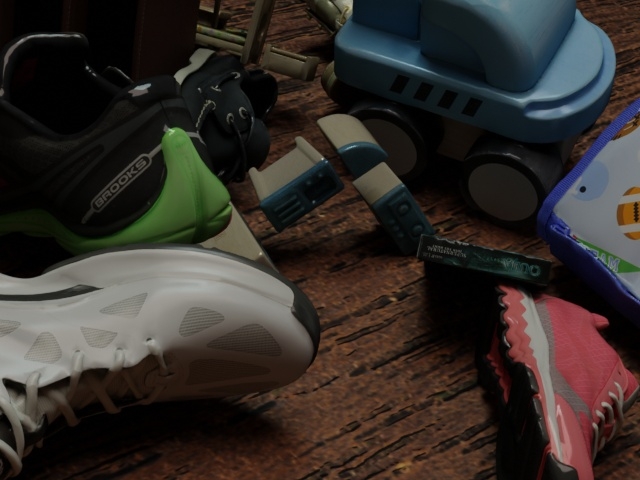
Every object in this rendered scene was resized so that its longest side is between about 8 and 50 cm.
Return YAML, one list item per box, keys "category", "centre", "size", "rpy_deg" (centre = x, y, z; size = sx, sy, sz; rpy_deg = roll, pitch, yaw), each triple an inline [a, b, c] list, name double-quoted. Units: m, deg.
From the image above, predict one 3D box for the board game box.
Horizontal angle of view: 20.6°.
- category: "board game box"
  centre: [0.160, 0.021, 1.725]
  size: [0.126, 0.026, 0.186]
  rpy_deg: [11, -1, 6]

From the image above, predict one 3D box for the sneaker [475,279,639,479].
- category: "sneaker"
  centre: [0.227, 0.141, 1.571]
  size: [0.136, 0.116, 0.314]
  rpy_deg: [7, 33, -7]

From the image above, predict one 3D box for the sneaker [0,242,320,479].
- category: "sneaker"
  centre: [-0.221, 0.143, 1.446]
  size: [0.448, 0.169, 0.257]
  rpy_deg: [1, 44, -3]

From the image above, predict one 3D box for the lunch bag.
- category: "lunch bag"
  centre: [0.457, -0.022, 1.760]
  size: [0.385, 0.239, 0.328]
  rpy_deg: [-33, 50, -17]

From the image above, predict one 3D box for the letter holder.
- category: "letter holder"
  centre: [-0.240, -0.249, 1.862]
  size: [0.152, 0.301, 0.214]
  rpy_deg: [21, 35, 16]

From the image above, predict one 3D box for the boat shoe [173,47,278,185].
- category: "boat shoe"
  centre: [-0.106, -0.113, 1.852]
  size: [0.113, 0.127, 0.340]
  rpy_deg: [12, 18, 1]

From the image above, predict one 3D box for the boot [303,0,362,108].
- category: "boot"
  centre: [0.033, -0.245, 2.099]
  size: [0.165, 0.077, 0.213]
  rpy_deg: [45, 38, 18]

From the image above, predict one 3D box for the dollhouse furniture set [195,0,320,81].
- category: "dollhouse furniture set"
  centre: [-0.072, -0.259, 2.058]
  size: [0.182, 0.101, 0.161]
  rpy_deg: [17, 9, 10]

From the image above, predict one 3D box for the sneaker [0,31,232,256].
- category: "sneaker"
  centre: [-0.269, -0.105, 1.666]
  size: [0.483, 0.202, 0.185]
  rpy_deg: [8, 25, 40]

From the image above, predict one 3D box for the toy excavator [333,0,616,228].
- category: "toy excavator"
  centre: [0.114, -0.289, 1.857]
  size: [0.433, 0.445, 0.222]
  rpy_deg: [20, 47, 17]

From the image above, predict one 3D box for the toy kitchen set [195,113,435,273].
- category: "toy kitchen set"
  centre: [0.000, 0.000, 1.773]
  size: [0.207, 0.166, 0.122]
  rpy_deg: [-35, 41, 1]
